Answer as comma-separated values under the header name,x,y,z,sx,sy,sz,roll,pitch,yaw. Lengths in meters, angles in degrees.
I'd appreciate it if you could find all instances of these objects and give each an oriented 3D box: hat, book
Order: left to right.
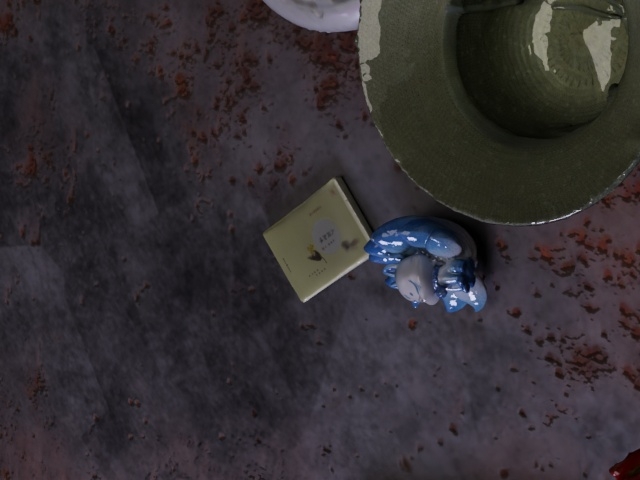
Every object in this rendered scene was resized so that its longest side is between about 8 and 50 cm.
name,x,y,z,sx,sy,sz,roll,pitch,yaw
book,0.000,0.000,1.270,0.111,0.014,0.077,-36,81,41
hat,0.164,-0.146,1.007,0.257,0.130,0.257,8,103,36

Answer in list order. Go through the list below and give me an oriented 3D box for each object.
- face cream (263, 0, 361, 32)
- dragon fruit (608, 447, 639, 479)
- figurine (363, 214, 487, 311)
name,x,y,z,sx,sy,sz,roll,pitch,yaw
face cream,0.023,-0.268,1.102,0.206,0.111,0.205,14,114,35
dragon fruit,0.290,0.229,0.992,0.205,0.210,0.268,49,151,-4
figurine,0.081,0.019,1.165,0.114,0.079,0.114,16,155,8
